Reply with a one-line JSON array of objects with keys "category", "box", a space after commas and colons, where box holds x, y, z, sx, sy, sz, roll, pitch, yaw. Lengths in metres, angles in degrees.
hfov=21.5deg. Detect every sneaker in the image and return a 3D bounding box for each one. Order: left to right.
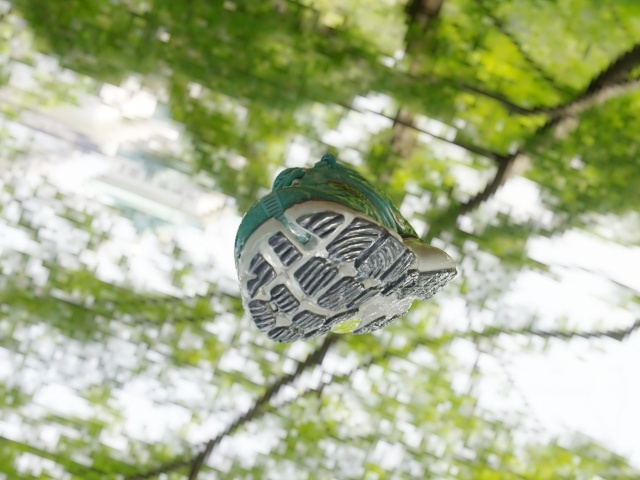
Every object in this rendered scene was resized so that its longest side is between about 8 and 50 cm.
[{"category": "sneaker", "box": [0.000, 0.000, 1.101, 0.110, 0.107, 0.275, 56, -169, 14]}]
